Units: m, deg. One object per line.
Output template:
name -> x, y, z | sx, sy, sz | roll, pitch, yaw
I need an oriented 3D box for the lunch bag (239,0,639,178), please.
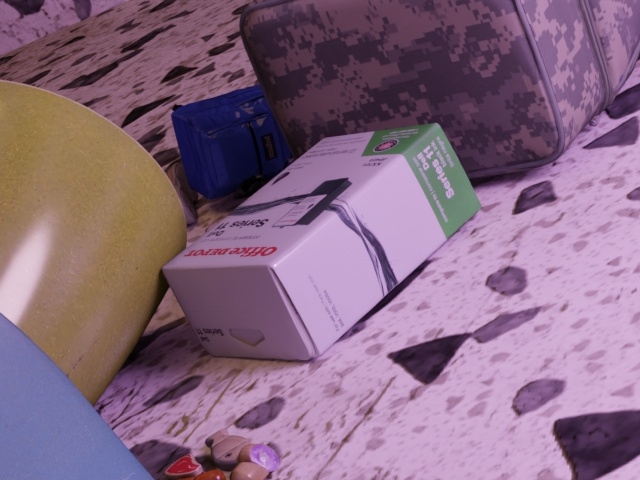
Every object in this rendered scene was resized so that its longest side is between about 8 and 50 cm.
lunch bag -> 0.127, -0.190, 1.429 | 0.305, 0.213, 0.256 | -9, 26, 39

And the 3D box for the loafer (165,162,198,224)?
loafer -> -0.152, -0.044, 1.680 | 0.039, 0.045, 0.125 | -31, 21, 8

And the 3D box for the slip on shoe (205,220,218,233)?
slip on shoe -> -0.088, 0.025, 1.415 | 0.041, 0.051, 0.135 | -37, 24, 7

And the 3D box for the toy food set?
toy food set -> -0.071, 0.156, 1.091 | 0.078, 0.019, 0.122 | -34, 20, -20

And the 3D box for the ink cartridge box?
ink cartridge box -> 0.000, 0.000, 1.297 | 0.153, 0.087, 0.208 | -3, 31, 50

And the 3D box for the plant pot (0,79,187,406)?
plant pot -> -0.270, 0.074, 1.251 | 0.274, 0.275, 0.293 | -16, 39, 29

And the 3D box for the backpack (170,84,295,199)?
backpack -> -0.072, -0.098, 1.638 | 0.120, 0.098, 0.101 | -20, 25, -20

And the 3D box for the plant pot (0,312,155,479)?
plant pot -> -0.248, 0.134, 1.006 | 0.165, 0.234, 0.166 | -27, 12, 28
